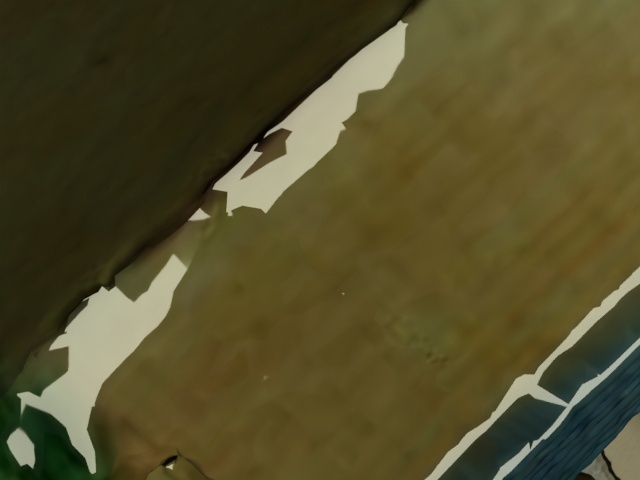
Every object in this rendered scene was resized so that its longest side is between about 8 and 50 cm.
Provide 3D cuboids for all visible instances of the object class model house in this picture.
[{"bbox_3d":[0.000,0.000,0.819,0.334,0.382,0.342,-44,125,-2],"label":"model house"}]

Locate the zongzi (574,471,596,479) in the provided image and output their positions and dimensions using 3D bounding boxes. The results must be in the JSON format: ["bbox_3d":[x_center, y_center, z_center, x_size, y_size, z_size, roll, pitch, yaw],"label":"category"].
[{"bbox_3d":[0.087,0.282,1.182,0.228,0.115,0.256,6,121,-27],"label":"zongzi"}]
